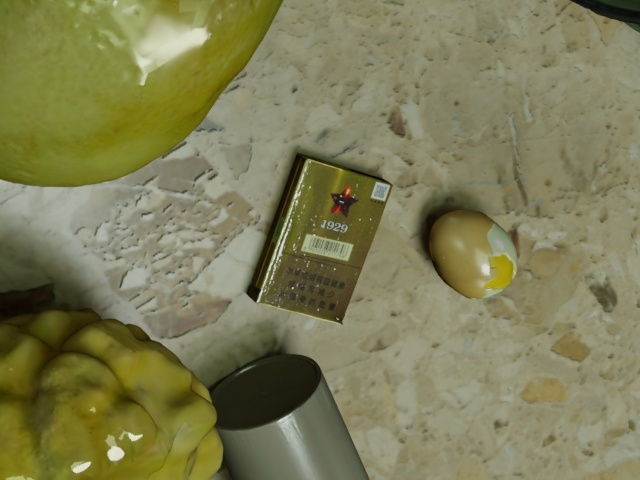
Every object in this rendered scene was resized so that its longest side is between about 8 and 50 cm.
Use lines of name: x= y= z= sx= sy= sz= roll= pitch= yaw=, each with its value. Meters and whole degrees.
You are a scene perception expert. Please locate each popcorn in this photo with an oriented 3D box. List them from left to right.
popcorn: x=-0.198 y=0.234 z=1.232 sx=0.349 sy=0.381 sz=0.349 roll=-21 pitch=130 yaw=-27

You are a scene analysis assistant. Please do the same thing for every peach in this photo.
peach: x=-0.176 y=-0.186 z=1.103 sx=0.314 sy=0.315 sz=0.281 roll=-47 pitch=121 yaw=-6

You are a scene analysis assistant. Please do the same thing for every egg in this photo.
egg: x=0.132 y=0.009 z=1.473 sx=0.071 sy=0.071 sz=0.083 roll=-42 pitch=120 yaw=-8

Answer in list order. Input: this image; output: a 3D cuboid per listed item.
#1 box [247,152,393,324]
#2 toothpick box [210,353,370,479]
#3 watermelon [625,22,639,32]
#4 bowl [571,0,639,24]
box: x=0.000 y=0.000 z=1.431 sx=0.090 sy=0.023 sz=0.133 roll=14 pitch=101 yaw=-31
toothpick box: x=-0.018 y=0.200 z=1.442 sx=0.111 sy=0.111 sz=0.181 roll=-29 pitch=118 yaw=-15
watermelon: x=0.324 y=-0.186 z=1.462 sx=0.136 sy=0.202 sz=0.207 roll=-19 pitch=121 yaw=24
bowl: x=0.302 y=-0.328 z=1.325 sx=0.354 sy=0.354 sz=0.185 roll=-66 pitch=159 yaw=7
